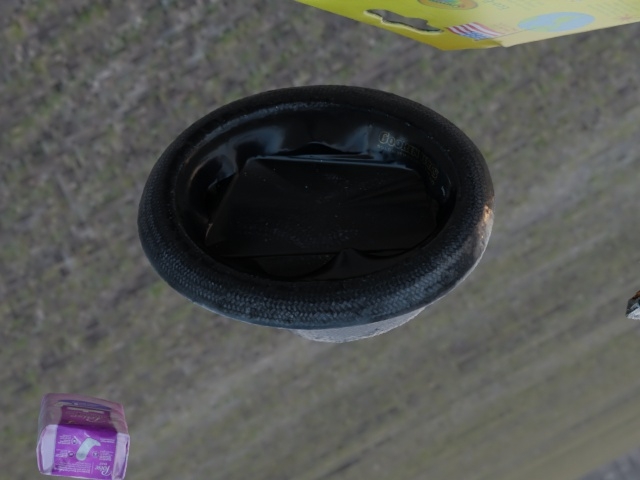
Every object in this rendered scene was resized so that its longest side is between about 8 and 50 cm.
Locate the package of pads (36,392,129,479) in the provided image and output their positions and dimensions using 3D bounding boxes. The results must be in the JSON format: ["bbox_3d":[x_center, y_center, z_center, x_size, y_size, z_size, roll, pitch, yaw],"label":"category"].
[{"bbox_3d":[-0.137,0.111,0.891,0.050,0.032,0.083,7,-174,-10],"label":"package of pads"}]

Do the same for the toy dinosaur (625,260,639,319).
[{"bbox_3d":[0.347,0.001,1.350,0.218,0.164,0.322,-34,-169,-1],"label":"toy dinosaur"}]

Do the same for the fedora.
[{"bbox_3d":[0.000,0.000,1.485,0.334,0.334,0.152,-24,140,-12],"label":"fedora"}]

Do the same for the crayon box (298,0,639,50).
[{"bbox_3d":[0.162,-0.192,0.961,0.319,0.081,0.202,-7,172,33],"label":"crayon box"}]
